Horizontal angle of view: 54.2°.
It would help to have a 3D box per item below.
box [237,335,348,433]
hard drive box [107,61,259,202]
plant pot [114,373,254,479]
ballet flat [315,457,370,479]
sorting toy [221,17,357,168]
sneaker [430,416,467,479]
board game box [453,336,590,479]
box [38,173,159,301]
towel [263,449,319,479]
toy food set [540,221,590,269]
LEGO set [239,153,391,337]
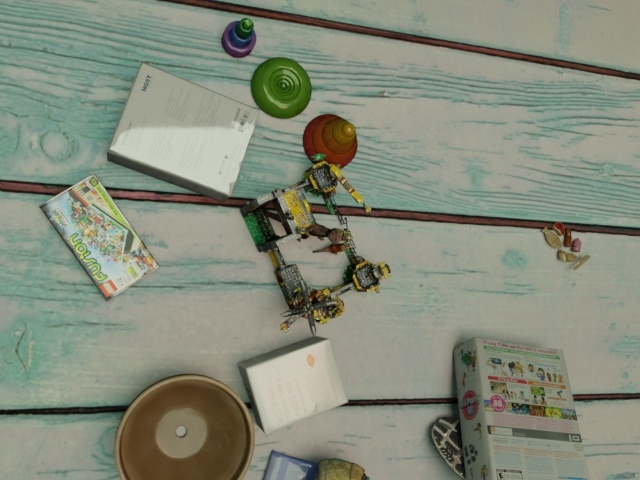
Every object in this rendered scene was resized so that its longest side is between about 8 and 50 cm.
[{"bbox_3d":[-0.054,0.272,1.200,0.171,0.091,0.130,-16,90,-18],"label":"box"},{"bbox_3d":[-0.256,-0.198,1.173,0.232,0.089,0.181,21,79,-16],"label":"hard drive box"},{"bbox_3d":[-0.244,0.354,1.122,0.238,0.110,0.237,2,85,-17],"label":"plant pot"},{"bbox_3d":[-0.021,0.565,1.132,0.123,0.123,0.348,27,75,-14],"label":"ballet flat"},{"bbox_3d":[-0.045,-0.298,1.231,0.365,0.126,0.127,46,74,-10],"label":"sorting toy"},{"bbox_3d":[0.328,0.490,1.300,0.275,0.110,0.107,46,56,8],"label":"sneaker"},{"bbox_3d":[0.405,0.366,1.279,0.224,0.097,0.303,11,59,-16],"label":"board game box"},{"bbox_3d":[-0.399,-0.004,1.139,0.114,0.036,0.207,-36,97,-17],"label":"box"},{"bbox_3d":[-0.037,0.570,1.199,0.209,0.034,0.284,16,79,-3],"label":"towel"},{"bbox_3d":[0.572,0.007,1.464,0.078,0.019,0.122,-35,89,-18],"label":"toy food set"},{"bbox_3d":[0.000,0.000,1.185,0.255,0.192,0.331,-16,91,-18],"label":"LEGO set"}]
